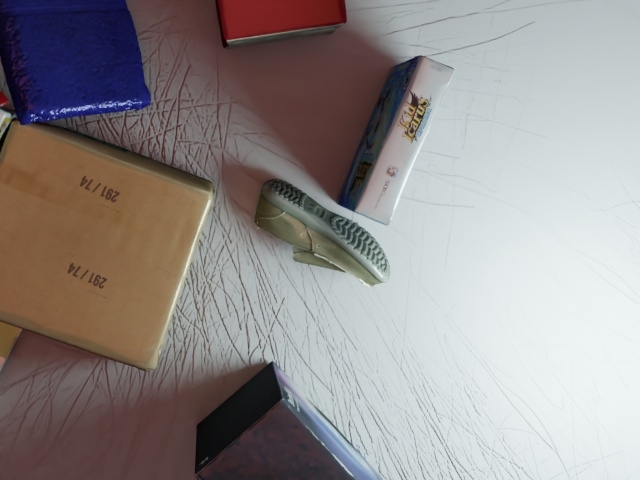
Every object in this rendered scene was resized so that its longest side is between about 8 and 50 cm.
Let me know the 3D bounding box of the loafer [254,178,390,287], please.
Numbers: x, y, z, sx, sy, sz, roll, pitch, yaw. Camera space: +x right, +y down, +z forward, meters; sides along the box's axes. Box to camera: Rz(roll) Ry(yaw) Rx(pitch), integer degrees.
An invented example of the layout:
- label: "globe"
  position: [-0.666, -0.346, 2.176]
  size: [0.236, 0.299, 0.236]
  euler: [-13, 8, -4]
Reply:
- label: "loafer"
  position: [0.000, 0.000, 1.926]
  size: [0.251, 0.094, 0.087]
  euler: [36, 115, 1]

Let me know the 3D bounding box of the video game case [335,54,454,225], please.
- label: "video game case"
  position: [0.106, -0.152, 1.824]
  size: [0.061, 0.269, 0.244]
  euler: [22, 92, -6]

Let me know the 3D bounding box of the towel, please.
- label: "towel"
  position: [-0.392, -0.329, 1.801]
  size: [0.228, 0.076, 0.308]
  euler: [-12, 84, -37]

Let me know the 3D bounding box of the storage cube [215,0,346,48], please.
- label: "storage cube"
  position: [-0.069, -0.406, 1.827]
  size: [0.215, 0.183, 0.193]
  euler: [-8, 96, -5]

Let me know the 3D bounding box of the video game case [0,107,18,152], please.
- label: "video game case"
  position: [-0.512, -0.104, 1.784]
  size: [0.026, 0.227, 0.206]
  euler: [30, 91, -7]

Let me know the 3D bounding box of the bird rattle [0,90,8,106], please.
- label: "bird rattle"
  position: [-0.606, -0.192, 1.802]
  size: [0.207, 0.143, 0.253]
  euler: [33, 108, 27]

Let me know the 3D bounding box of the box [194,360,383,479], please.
- label: "box"
  position: [-0.033, 0.368, 1.839]
  size: [0.183, 0.296, 0.294]
  euler: [-43, 98, -1]

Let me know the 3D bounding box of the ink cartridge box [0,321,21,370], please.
- label: "ink cartridge box"
  position: [-0.595, 0.202, 1.889]
  size: [0.171, 0.056, 0.235]
  euler: [27, 88, -8]

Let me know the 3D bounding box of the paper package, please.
- label: "paper package"
  position: [-0.355, 0.003, 1.841]
  size: [0.325, 0.168, 0.309]
  euler: [19, 91, -6]
